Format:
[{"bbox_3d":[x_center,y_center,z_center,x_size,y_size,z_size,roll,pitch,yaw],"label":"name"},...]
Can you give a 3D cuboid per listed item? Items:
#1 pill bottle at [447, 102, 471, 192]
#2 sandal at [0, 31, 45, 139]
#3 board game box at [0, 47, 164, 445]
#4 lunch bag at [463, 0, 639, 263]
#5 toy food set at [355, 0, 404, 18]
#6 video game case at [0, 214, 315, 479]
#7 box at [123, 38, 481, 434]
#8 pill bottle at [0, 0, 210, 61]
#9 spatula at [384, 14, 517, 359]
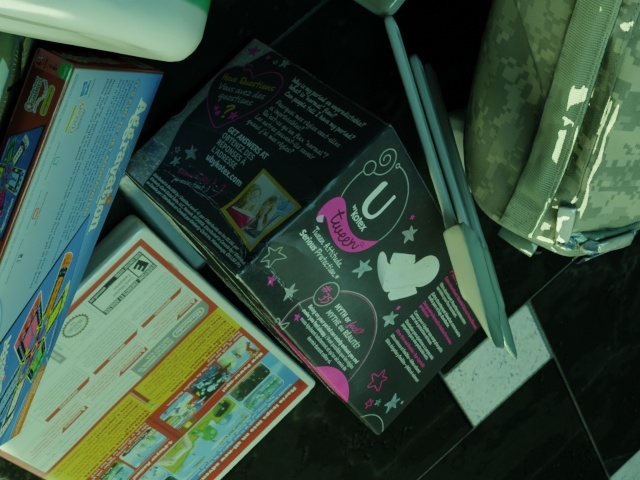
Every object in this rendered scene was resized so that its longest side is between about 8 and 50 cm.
[{"bbox_3d":[0.177,-0.099,0.924,0.137,0.078,0.078,-26,135,-20],"label":"pill bottle"},{"bbox_3d":[-0.248,-0.023,0.633,0.086,0.120,0.303,22,107,-17],"label":"sandal"},{"bbox_3d":[-0.184,0.017,0.677,0.281,0.027,0.145,-66,171,11],"label":"board game box"},{"bbox_3d":[0.214,-0.163,0.735,0.256,0.212,0.305,-47,156,-40],"label":"lunch bag"},{"bbox_3d":[0.005,-0.283,0.628,0.306,0.092,0.220,22,106,-46],"label":"toy food set"},{"bbox_3d":[-0.142,0.125,0.879,0.204,0.025,0.285,-44,138,-3],"label":"video game case"},{"bbox_3d":[0.000,0.000,0.794,0.142,0.163,0.247,-44,139,-7],"label":"box"},{"bbox_3d":[-0.111,-0.264,0.409,0.204,0.204,0.361,6,97,-42],"label":"pill bottle"},{"bbox_3d":[0.098,-0.036,0.768,0.019,0.242,0.168,-18,167,17],"label":"spatula"}]
